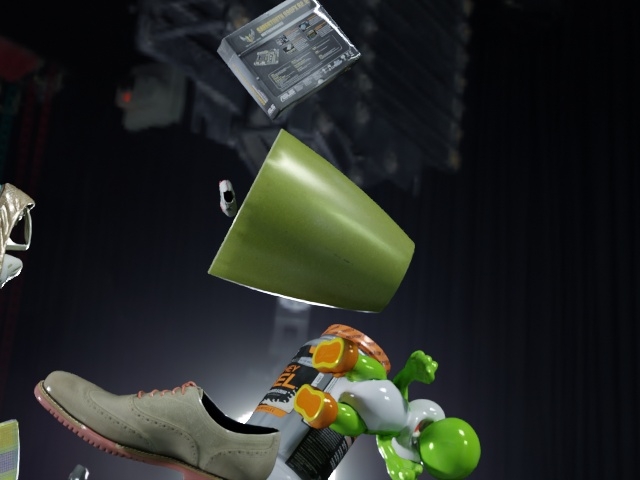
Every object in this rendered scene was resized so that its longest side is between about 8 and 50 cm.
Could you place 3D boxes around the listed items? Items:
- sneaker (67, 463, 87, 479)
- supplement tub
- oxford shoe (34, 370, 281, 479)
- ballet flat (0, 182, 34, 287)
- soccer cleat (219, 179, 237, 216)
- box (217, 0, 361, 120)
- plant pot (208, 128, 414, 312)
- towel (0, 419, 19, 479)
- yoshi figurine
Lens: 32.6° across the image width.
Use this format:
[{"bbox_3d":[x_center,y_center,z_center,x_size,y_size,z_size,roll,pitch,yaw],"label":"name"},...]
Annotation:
[{"bbox_3d":[-0.353,0.417,1.623,0.089,0.170,0.051,27,-54,-11],"label":"sneaker"},{"bbox_3d":[-0.009,0.327,2.115,0.193,0.316,0.194,28,-30,18],"label":"supplement tub"},{"bbox_3d":[-0.220,0.242,1.514,0.348,0.130,0.123,24,6,-4],"label":"oxford shoe"},{"bbox_3d":[-0.445,0.011,1.534,0.067,0.206,0.073,21,-34,-20],"label":"ballet flat"},{"bbox_3d":[-0.162,-0.070,1.931,0.029,0.036,0.083,-13,-47,-8],"label":"soccer cleat"},{"bbox_3d":[-0.061,-0.372,2.177,0.183,0.231,0.056,51,-27,3],"label":"box"},{"bbox_3d":[0.000,0.000,1.863,0.293,0.275,0.275,28,-16,-4],"label":"plant pot"},{"bbox_3d":[-0.398,0.266,1.353,0.009,0.083,0.060,6,10,34],"label":"towel"},{"bbox_3d":[0.146,0.315,1.912,0.362,0.203,0.203,31,-61,-27],"label":"yoshi figurine"}]
